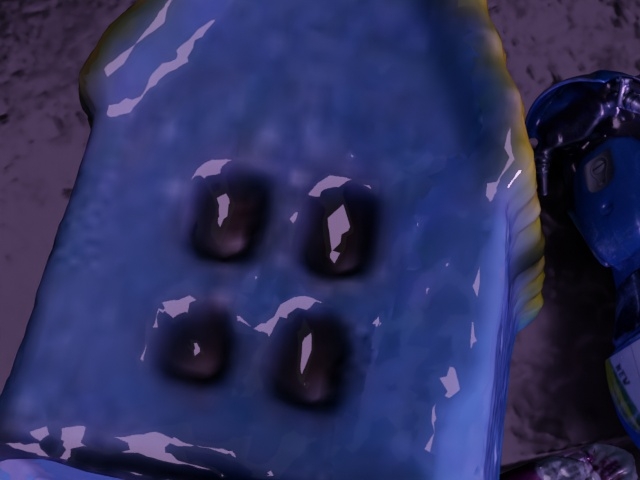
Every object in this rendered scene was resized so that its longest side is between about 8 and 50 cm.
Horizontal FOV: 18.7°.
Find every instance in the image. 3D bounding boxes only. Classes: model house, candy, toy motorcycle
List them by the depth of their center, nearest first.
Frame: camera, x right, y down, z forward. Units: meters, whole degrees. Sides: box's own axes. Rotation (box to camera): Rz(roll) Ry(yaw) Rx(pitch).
[{"bbox_3d":[0.000,0.000,0.845,0.215,0.237,0.303,14,75,10],"label":"model house"},{"bbox_3d":[0.156,0.003,0.880,0.135,0.092,0.254,29,39,-33],"label":"toy motorcycle"},{"bbox_3d":[0.074,0.143,0.944,0.175,0.043,0.045,-21,74,-5],"label":"candy"}]
